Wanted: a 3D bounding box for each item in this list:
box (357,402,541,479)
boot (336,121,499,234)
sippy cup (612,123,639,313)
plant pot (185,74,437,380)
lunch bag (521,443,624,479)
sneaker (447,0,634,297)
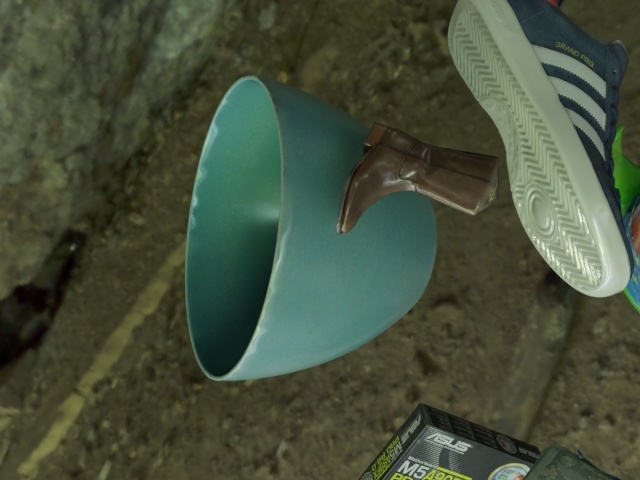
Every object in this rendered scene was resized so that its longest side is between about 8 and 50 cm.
[{"bbox_3d":[0.230,0.417,1.630,0.216,0.270,0.060,-55,25,24],"label":"box"},{"bbox_3d":[0.079,-0.035,0.725,0.037,0.114,0.106,82,-151,-71],"label":"boot"},{"bbox_3d":[0.456,-0.009,1.059,0.224,0.306,0.239,36,-118,-67],"label":"sippy cup"},{"bbox_3d":[-0.002,-0.004,0.916,0.290,0.196,0.290,-174,90,-67],"label":"plant pot"},{"bbox_3d":[0.321,0.422,1.151,0.235,0.169,0.287,31,76,28],"label":"lunch bag"},{"bbox_3d":[0.258,-0.118,0.921,0.131,0.148,0.349,117,137,-66],"label":"sneaker"}]
